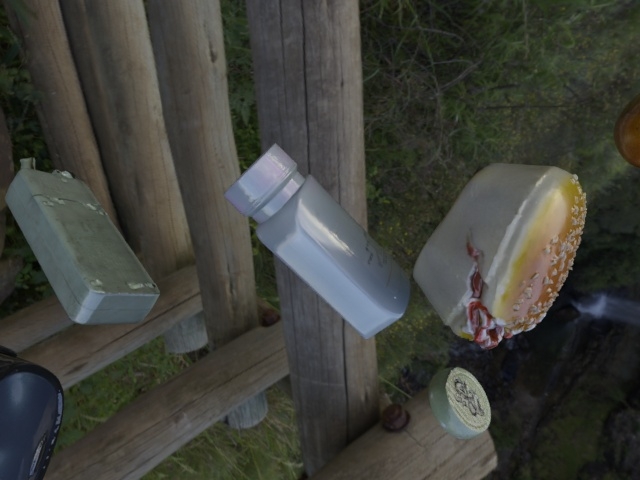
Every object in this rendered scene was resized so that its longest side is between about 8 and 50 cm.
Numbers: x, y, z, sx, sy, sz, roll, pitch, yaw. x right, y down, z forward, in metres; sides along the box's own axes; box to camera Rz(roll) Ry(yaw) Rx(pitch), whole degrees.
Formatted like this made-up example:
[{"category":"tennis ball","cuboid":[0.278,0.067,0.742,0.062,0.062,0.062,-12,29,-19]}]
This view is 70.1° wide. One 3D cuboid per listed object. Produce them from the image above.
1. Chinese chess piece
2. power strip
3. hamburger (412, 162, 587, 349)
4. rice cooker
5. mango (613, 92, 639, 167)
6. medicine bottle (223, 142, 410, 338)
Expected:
[{"category":"Chinese chess piece","cuboid":[0.292,0.338,0.953,0.144,0.058,0.144,24,45,-26]},{"category":"power strip","cuboid":[-0.304,-0.014,0.557,0.053,0.288,0.093,-54,150,15]},{"category":"hamburger","cuboid":[0.243,0.012,0.576,0.295,0.151,0.227,-7,127,-52]},{"category":"rice cooker","cuboid":[-0.485,0.247,0.563,0.225,0.267,0.266,7,101,1]},{"category":"mango","cuboid":[0.512,-0.174,0.652,0.252,0.154,0.125,1,68,-66]},{"category":"medicine bottle","cuboid":[0.000,0.000,0.672,0.111,0.161,0.296,-38,107,22]}]
